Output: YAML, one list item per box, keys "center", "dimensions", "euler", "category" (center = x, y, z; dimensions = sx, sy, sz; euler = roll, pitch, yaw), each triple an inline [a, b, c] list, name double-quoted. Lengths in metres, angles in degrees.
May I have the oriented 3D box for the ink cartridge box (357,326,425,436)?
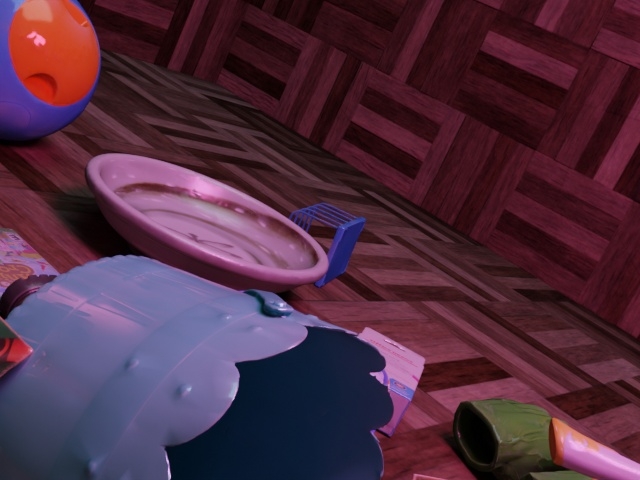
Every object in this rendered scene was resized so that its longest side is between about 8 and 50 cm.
- center: [0.077, 0.187, 1.178]
  dimensions: [0.104, 0.062, 0.181]
  euler: [28, 14, 8]
  category: "ink cartridge box"

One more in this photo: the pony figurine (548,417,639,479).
- center: [0.417, 0.326, 0.827]
  dimensions: [0.363, 0.303, 0.351]
  euler: [2, 40, 5]
  category: "pony figurine"

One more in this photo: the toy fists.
- center: [0.284, 0.298, 1.080]
  dimensions: [0.142, 0.096, 0.279]
  euler: [4, 23, -25]
  category: "toy fists"

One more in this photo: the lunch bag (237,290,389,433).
- center: [-0.056, 0.167, 0.877]
  dimensions: [0.243, 0.115, 0.303]
  euler: [31, 19, 9]
  category: "lunch bag"

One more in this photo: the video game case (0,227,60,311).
- center: [-0.403, 0.026, 0.983]
  dimensions: [0.193, 0.023, 0.212]
  euler: [34, 16, 36]
  category: "video game case"

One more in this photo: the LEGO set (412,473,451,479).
- center: [0.099, 0.316, 0.600]
  dimensions: [0.107, 0.132, 0.287]
  euler: [26, 35, -24]
  category: "LEGO set"

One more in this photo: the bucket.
- center: [-0.098, 0.151, 0.578]
  dimensions: [0.183, 0.281, 0.281]
  euler: [24, 11, 31]
  category: "bucket"

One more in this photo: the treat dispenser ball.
- center: [-0.526, -0.317, 1.488]
  dimensions: [0.288, 0.288, 0.288]
  euler: [24, 14, -6]
  category: "treat dispenser ball"

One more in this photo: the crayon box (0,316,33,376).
- center: [-0.345, 0.073, 0.447]
  dimensions: [0.202, 0.081, 0.318]
  euler: [33, 52, 29]
  category: "crayon box"

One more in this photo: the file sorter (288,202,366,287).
- center: [0.000, 0.000, 1.618]
  dimensions: [0.104, 0.118, 0.170]
  euler: [26, 13, 12]
  category: "file sorter"

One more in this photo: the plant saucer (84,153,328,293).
- center: [-0.185, -0.006, 1.345]
  dimensions: [0.400, 0.101, 0.400]
  euler: [24, 14, -6]
  category: "plant saucer"

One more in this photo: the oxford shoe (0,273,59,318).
- center: [-0.233, 0.088, 0.971]
  dimensions: [0.227, 0.083, 0.096]
  euler: [-6, 35, -44]
  category: "oxford shoe"
